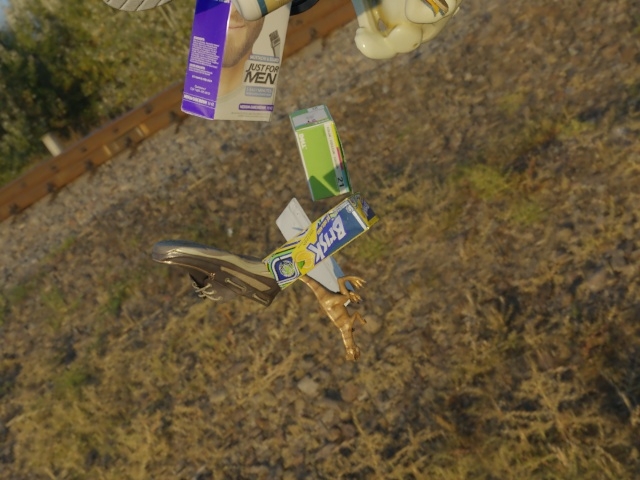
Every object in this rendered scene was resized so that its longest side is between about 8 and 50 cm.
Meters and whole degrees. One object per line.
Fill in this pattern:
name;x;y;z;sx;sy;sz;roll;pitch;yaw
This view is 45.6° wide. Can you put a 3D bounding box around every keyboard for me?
keyboard;-0.014;0.030;1.471;0.014;0.256;0.072;0;-44;-41

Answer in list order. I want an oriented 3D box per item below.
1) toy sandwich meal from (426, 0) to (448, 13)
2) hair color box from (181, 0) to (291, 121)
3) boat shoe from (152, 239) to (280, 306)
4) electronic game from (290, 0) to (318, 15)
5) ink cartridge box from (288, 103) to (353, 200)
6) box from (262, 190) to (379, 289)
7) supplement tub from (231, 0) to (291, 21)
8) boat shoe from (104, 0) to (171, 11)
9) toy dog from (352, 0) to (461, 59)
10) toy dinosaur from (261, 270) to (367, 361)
toy sandwich meal;0.255;-0.543;1.722;0.029;0.085;0.085;-40;13;29
hair color box;-0.168;-0.424;1.589;0.110;0.338;0.185;20;18;34
boat shoe;-0.234;0.087;1.801;0.132;0.355;0.130;13;88;56
electronic game;-0.086;-0.634;1.752;0.229;0.229;0.048;-30;21;7
ink cartridge box;0.006;-0.181;1.761;0.097;0.188;0.255;-15;29;-1
box;0.000;0.000;1.095;0.169;0.054;0.059;-37;0;25
supplement tub;-0.050;-0.410;1.050;0.200;0.144;0.144;-30;18;-2
boat shoe;-0.240;-0.469;1.159;0.121;0.119;0.335;3;-17;-37
toy dog;0.309;-0.671;1.997;0.408;0.396;0.284;-29;60;46
toy dinosaur;0.017;0.096;1.237;0.112;0.211;0.064;-37;-1;-38
